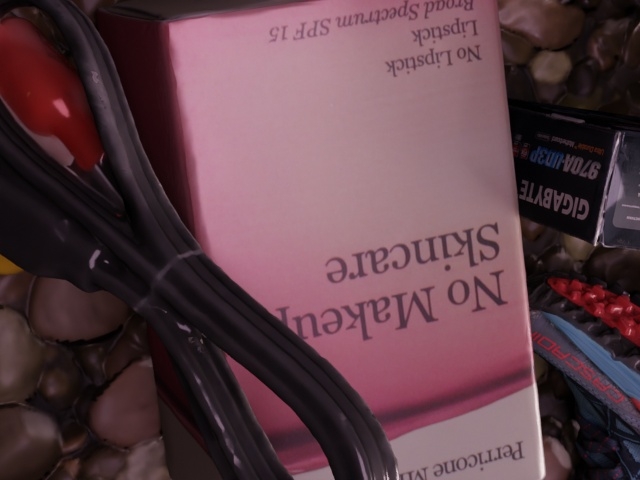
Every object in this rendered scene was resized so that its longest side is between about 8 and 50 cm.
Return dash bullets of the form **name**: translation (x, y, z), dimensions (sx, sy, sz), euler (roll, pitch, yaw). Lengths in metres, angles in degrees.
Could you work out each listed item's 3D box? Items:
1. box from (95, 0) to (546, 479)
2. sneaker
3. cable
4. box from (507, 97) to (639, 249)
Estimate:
- **box**: translation (0.000, 0.000, 0.746), dimensions (0.149, 0.127, 0.232), euler (-13, 104, -18)
- **sneaker**: translation (0.175, 0.131, 0.845), dimensions (0.262, 0.104, 0.125), euler (45, 108, -7)
- **cable**: translation (-0.066, -0.002, 0.660), dimensions (0.287, 0.072, 0.139), euler (34, 113, 18)
- **box**: translation (0.183, -0.025, 0.782), dimensions (0.220, 0.175, 0.051), euler (6, 98, -22)
